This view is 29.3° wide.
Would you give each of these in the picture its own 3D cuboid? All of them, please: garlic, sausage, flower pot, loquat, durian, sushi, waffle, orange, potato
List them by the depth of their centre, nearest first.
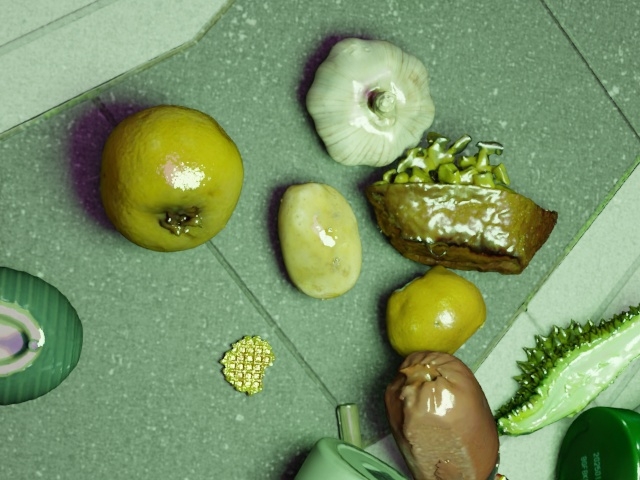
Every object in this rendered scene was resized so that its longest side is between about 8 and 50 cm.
[{"bbox_3d":[-0.443,0.128,1.651,0.243,0.157,0.189,5,89,-14],"label":"flower pot"},{"bbox_3d":[-0.207,-0.085,1.698,0.208,0.208,0.208,0,89,-15],"label":"loquat"},{"bbox_3d":[0.085,-0.208,1.768,0.199,0.226,0.199,0,91,-10],"label":"garlic"},{"bbox_3d":[0.180,0.274,1.784,0.152,0.152,0.279,-37,135,-13],"label":"sausage"},{"bbox_3d":[0.000,0.000,1.800,0.118,0.109,0.178,-19,100,-37],"label":"potato"},{"bbox_3d":[-0.105,0.183,1.816,0.078,0.016,0.085,38,79,-12],"label":"waffle"},{"bbox_3d":[0.169,0.111,1.827,0.156,0.156,0.134,-40,94,-12],"label":"orange"},{"bbox_3d":[0.213,-0.048,1.832,0.296,0.167,0.179,10,73,5],"label":"sushi"},{"bbox_3d":[0.381,0.203,1.898,0.375,0.106,0.132,-39,95,9],"label":"durian"}]

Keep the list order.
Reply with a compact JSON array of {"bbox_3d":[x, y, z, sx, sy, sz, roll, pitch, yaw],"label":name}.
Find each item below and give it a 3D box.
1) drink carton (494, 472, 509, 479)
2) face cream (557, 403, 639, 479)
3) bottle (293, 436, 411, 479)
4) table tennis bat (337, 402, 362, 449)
[{"bbox_3d":[0.233,0.433,1.879,0.056,0.071,0.165,45,80,-8],"label":"drink carton"},{"bbox_3d":[0.568,0.372,1.887,0.357,0.219,0.312,8,101,-21],"label":"face cream"},{"bbox_3d":[-0.008,0.474,1.738,0.229,0.229,0.351,32,93,-13],"label":"bottle"},{"bbox_3d":[0.054,0.370,1.856,0.138,0.022,0.246,-8,92,-14],"label":"table tennis bat"}]
